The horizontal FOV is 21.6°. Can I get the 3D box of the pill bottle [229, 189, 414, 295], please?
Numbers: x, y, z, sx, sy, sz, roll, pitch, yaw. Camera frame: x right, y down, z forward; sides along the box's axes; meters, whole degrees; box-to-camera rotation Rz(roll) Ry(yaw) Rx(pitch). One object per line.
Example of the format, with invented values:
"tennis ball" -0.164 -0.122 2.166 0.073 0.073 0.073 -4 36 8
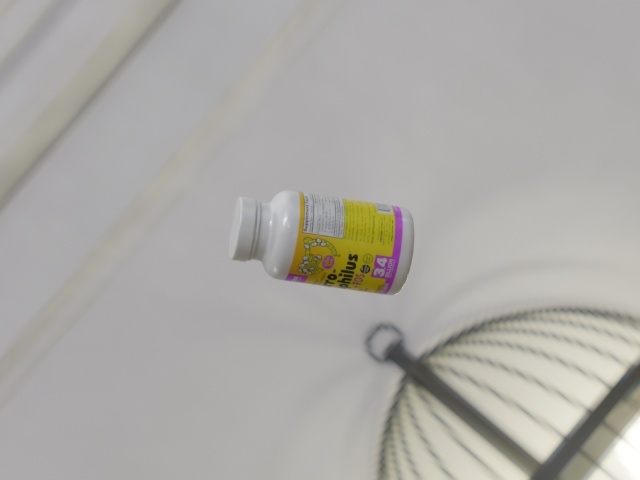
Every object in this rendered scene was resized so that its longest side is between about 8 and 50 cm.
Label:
"pill bottle" 0.000 0.000 0.796 0.043 0.083 0.043 -172 90 -80
